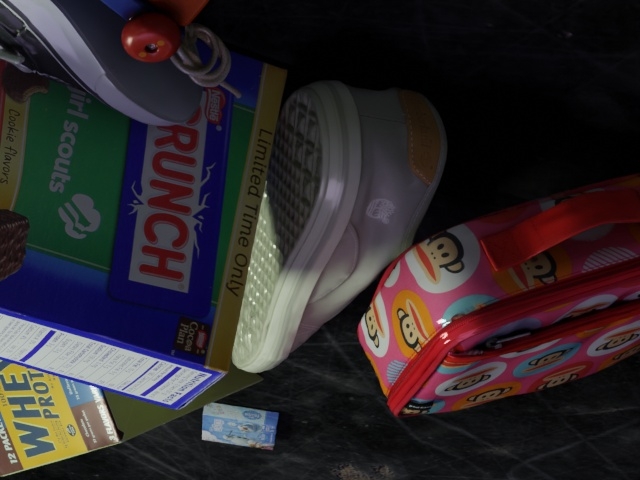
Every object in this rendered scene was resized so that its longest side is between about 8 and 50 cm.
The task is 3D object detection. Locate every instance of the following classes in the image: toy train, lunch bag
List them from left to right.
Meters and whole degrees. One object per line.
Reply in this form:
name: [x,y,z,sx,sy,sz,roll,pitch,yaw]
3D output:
toy train: [-0.078,-0.193,1.308,0.143,0.105,0.248,-24,141,27]
lunch bag: [0.191,0.033,1.546,0.293,0.120,0.258,-15,159,-21]

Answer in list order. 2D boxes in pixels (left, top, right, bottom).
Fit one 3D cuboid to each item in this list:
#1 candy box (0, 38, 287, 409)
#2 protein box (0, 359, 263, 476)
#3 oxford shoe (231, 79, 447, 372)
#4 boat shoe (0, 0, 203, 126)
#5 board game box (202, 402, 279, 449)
candy box: [-0.207,-0.045,1.441,0.317,0.268,0.122,18,156,-21]
protein box: [-0.208,0.123,1.838,0.201,0.136,0.200,-20,180,44]
oxford shoe: [0.000,0.000,1.617,0.130,0.169,0.449,-5,157,-19]
boat shoe: [-0.214,-0.176,1.350,0.105,0.113,0.306,-14,145,39]
board game box: [-0.097,0.223,2.246,0.090,0.020,0.090,9,154,1]
